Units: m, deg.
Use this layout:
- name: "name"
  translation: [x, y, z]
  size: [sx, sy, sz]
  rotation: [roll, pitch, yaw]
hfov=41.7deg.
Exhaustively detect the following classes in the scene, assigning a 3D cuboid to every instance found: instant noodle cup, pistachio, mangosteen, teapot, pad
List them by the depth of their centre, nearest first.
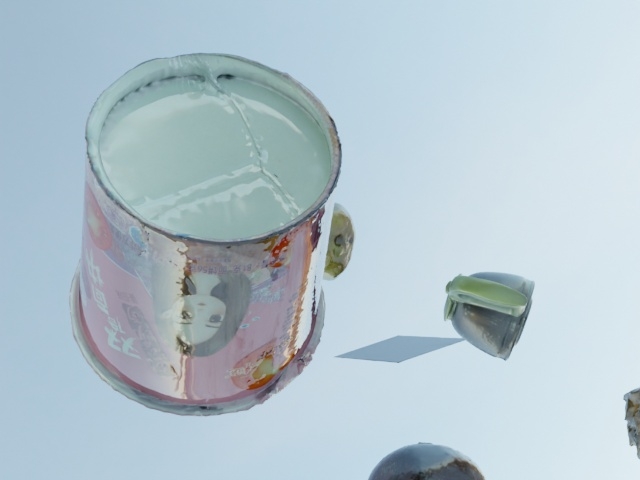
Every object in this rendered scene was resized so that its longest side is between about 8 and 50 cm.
- name: "instant noodle cup"
  translation: [-0.096, -0.006, 0.708]
  size: [0.243, 0.243, 0.231]
  rotation: [-37, -21, -31]
- name: "teapot"
  translation: [0.178, 0.063, 0.892]
  size: [0.124, 0.091, 0.092]
  rotation: [96, -164, -47]
- name: "pistachio"
  translation: [0.001, -0.003, 1.199]
  size: [0.100, 0.189, 0.110]
  rotation: [32, -102, -5]
- name: "pad"
  translation: [0.117, 0.162, 1.261]
  size: [0.127, 0.190, 0.004]
  rotation: [-14, -88, -28]
- name: "mangosteen"
  translation: [0.203, 0.504, 1.496]
  size: [0.231, 0.289, 0.231]
  rotation: [-13, -35, -9]

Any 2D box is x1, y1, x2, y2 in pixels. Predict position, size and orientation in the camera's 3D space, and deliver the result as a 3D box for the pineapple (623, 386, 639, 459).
- name: "pineapple"
  translation: [0.195, 0.134, 0.378]
  size: [0.074, 0.074, 0.159]
  rotation: [3, -117, -48]
